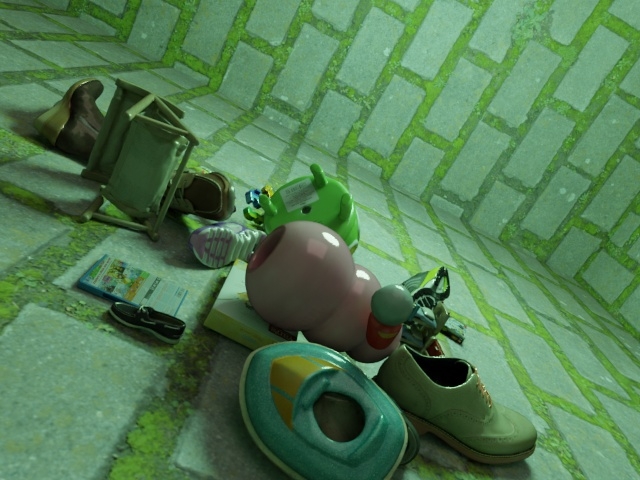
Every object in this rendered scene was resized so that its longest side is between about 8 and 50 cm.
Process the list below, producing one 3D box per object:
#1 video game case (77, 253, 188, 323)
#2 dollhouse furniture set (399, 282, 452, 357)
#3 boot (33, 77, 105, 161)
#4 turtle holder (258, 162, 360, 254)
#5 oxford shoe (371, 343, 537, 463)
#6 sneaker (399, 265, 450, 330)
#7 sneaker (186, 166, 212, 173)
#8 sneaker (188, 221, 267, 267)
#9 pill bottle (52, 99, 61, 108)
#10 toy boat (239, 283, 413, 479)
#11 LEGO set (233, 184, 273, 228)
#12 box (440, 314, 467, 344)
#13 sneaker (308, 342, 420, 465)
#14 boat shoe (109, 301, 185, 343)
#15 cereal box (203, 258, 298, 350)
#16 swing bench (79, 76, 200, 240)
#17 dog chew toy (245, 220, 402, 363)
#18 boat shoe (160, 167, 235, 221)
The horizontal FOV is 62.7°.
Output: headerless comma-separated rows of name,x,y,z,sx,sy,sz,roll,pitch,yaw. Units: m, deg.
video game case,-0.329,0.086,0.939,0.166,0.015,0.119,26,20,-10
dollhouse furniture set,0.231,0.215,1.234,0.129,0.129,0.183,24,19,-14
boot,-0.583,-0.301,1.369,0.207,0.090,0.248,32,50,-7
turtle holder,0.008,-0.016,1.338,0.320,0.243,0.227,29,-23,33
oxford shoe,0.284,0.317,1.015,0.397,0.146,0.140,22,19,-21
sneaker,0.263,0.167,1.463,0.300,0.121,0.111,-29,102,-52
sneaker,-0.326,-0.140,1.429,0.208,0.081,0.094,42,24,31
sneaker,-0.229,-0.002,1.209,0.105,0.095,0.236,30,13,24
pill bottle,-0.694,-0.369,1.493,0.078,0.078,0.137,26,18,-10
toy boat,0.034,0.200,0.787,0.267,0.148,0.318,32,54,16
LEGO set,-0.171,-0.106,1.431,0.227,0.087,0.093,28,41,-52
box,0.355,0.236,1.516,0.137,0.027,0.094,33,20,10
sneaker,0.056,0.280,0.909,0.267,0.101,0.106,40,3,21
boat shoe,-0.282,0.127,0.863,0.125,0.038,0.046,28,19,-4
cereal box,-0.123,0.135,1.055,0.173,0.047,0.240,28,18,-9
swing bench,-0.404,-0.182,1.154,0.165,0.253,0.254,17,22,-31
dog chew toy,0.022,0.114,0.987,0.332,0.206,0.206,40,15,-19
boat shoe,-0.314,-0.109,1.250,0.116,0.123,0.324,-6,11,-39
